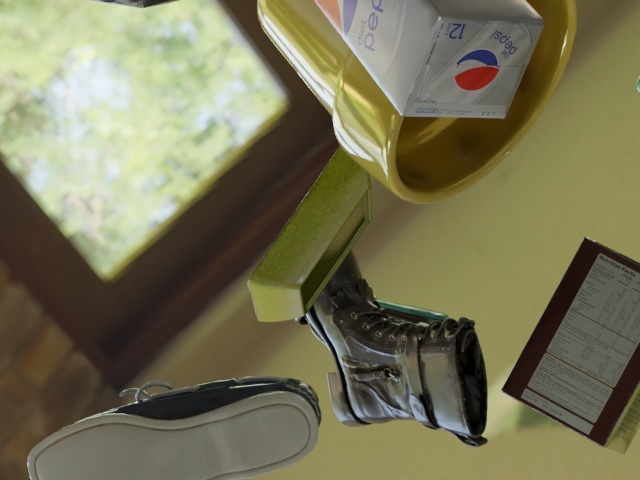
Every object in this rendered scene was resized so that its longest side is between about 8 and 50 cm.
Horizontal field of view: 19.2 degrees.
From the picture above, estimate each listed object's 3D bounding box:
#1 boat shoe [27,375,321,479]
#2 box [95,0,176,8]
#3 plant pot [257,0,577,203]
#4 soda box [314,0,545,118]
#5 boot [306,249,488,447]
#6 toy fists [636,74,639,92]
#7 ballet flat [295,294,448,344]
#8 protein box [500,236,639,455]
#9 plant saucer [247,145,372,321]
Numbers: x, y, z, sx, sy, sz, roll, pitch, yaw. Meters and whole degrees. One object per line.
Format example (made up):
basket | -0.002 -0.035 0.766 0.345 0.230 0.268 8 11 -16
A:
boat shoe | -0.125 0.168 1.637 0.254 0.095 0.079 -17 -165 6
box | -0.199 -0.335 1.376 0.242 0.307 0.076 13 -155 40
plant pot | 0.075 -0.203 1.814 0.254 0.254 0.239 -43 -118 -12
soda box | 0.055 -0.210 1.476 0.286 0.098 0.091 56 -43 43
boot | 0.095 0.106 2.167 0.091 0.263 0.229 -20 -172 -39
toy fists | 0.460 -0.146 2.248 0.142 0.279 0.096 14 -121 30
ballet flat | 0.061 0.107 2.414 0.280 0.095 0.096 21 -81 52
protein box | 0.329 0.125 2.189 0.136 0.200 0.201 29 -90 18
plant saucer | 0.000 0.000 1.972 0.188 0.045 0.188 -56 170 -11
